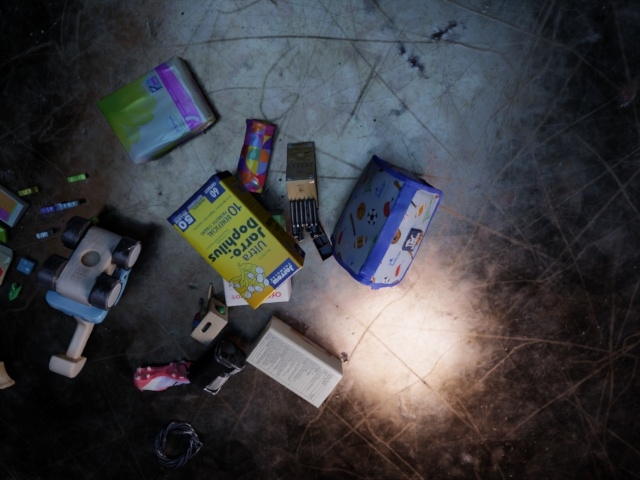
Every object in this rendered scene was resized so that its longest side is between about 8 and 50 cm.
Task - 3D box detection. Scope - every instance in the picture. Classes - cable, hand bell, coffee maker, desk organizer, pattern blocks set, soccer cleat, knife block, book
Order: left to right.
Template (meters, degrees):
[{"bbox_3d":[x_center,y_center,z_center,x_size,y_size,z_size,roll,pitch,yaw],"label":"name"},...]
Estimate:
[{"bbox_3d":[-1.146,0.065,1.849,0.325,0.026,0.285,39,101,-7],"label":"pattern blocks set"},{"bbox_3d":[-1.142,0.388,1.897,0.126,0.126,0.241,-3,91,2],"label":"hand bell"},{"bbox_3d":[-1.055,-0.124,1.802,0.144,0.035,0.096,37,104,-6],"label":"book"},{"bbox_3d":[-0.527,0.481,1.912,0.248,0.083,0.095,-5,132,-3],"label":"soccer cleat"},{"bbox_3d":[-0.530,0.744,1.978,0.185,0.047,0.150,-39,99,10],"label":"cable"},{"bbox_3d":[-0.360,0.415,1.820,0.171,0.120,0.178,18,129,-36],"label":"coffee maker"},{"bbox_3d":[-0.052,-0.143,1.727,0.088,0.275,0.242,-4,137,2],"label":"knife block"},{"bbox_3d":[0.000,0.000,1.794,0.047,0.050,0.130,-25,101,7],"label":"desk organizer"}]

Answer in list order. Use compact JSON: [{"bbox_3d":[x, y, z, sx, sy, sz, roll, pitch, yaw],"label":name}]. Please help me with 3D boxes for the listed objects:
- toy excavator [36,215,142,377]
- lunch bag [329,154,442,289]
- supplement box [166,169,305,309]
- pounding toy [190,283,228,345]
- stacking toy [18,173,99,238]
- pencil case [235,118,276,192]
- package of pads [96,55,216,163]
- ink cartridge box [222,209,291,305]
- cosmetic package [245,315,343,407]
[{"bbox_3d":[-0.760,0.204,1.788,0.223,0.445,0.432,21,61,-2],"label":"toy excavator"},{"bbox_3d":[0.190,-0.054,1.607,0.239,0.385,0.327,24,101,-4],"label":"lunch bag"},{"bbox_3d":[-0.235,-0.009,1.600,0.194,0.195,0.356,-42,97,8],"label":"supplement box"},{"bbox_3d":[-0.374,0.246,1.829,0.100,0.130,0.141,36,101,-19],"label":"pounding toy"},{"bbox_3d":[-0.854,-0.112,1.789,0.221,0.052,0.166,-14,102,4],"label":"stacking toy"},{"bbox_3d":[-0.211,-0.264,1.717,0.105,0.104,0.236,16,103,-2],"label":"pencil case"},{"bbox_3d":[-0.501,-0.394,1.692,0.297,0.101,0.229,-27,99,8],"label":"package of pads"},{"bbox_3d":[-0.212,0.056,1.775,0.211,0.121,0.288,-5,102,2],"label":"ink cartridge box"},{"bbox_3d":[-0.085,0.407,1.850,0.296,0.129,0.153,36,100,-6],"label":"cosmetic package"}]
